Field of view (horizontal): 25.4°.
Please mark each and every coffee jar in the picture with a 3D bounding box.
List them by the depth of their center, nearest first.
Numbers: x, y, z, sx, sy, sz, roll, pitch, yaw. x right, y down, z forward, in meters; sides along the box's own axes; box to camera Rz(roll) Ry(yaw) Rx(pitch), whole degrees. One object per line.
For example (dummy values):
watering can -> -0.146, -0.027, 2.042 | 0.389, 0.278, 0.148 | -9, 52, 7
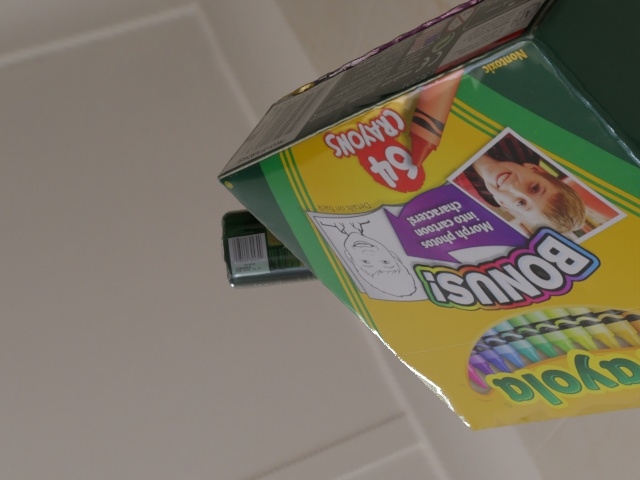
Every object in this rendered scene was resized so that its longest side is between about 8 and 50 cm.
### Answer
coffee jar -> 0.000, 0.000, 1.373 | 0.184, 0.096, 0.079 | -6, -92, 3

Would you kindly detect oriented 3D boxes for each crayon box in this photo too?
crayon box -> 0.146, -0.011, 1.026 | 0.313, 0.363, 0.106 | 46, -122, -17
